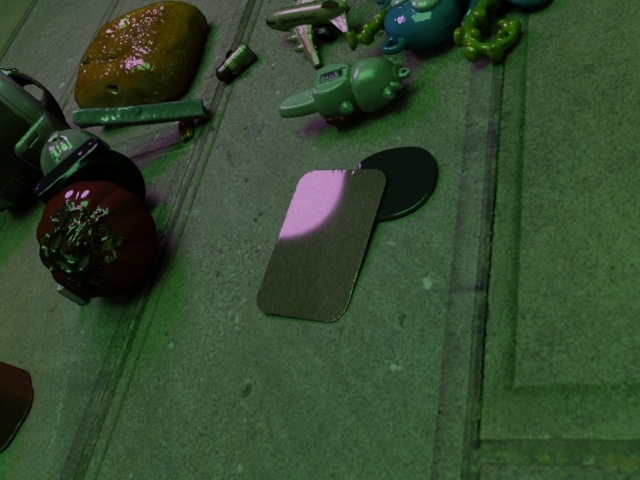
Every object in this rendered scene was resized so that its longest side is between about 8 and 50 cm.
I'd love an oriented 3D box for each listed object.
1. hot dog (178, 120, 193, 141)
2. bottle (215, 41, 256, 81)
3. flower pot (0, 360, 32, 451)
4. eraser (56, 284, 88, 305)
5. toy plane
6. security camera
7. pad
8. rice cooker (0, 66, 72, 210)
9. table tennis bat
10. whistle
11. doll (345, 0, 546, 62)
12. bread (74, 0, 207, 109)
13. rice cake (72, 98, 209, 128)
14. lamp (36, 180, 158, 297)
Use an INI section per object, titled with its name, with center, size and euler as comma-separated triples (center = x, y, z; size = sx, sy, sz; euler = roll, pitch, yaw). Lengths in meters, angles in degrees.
[hot dog]
center = -0.304, -0.254, 1.513
size = 0.037, 0.021, 0.083
euler = -32, 45, 12
[bottle]
center = -0.195, -0.399, 1.523
size = 0.101, 0.047, 0.063
euler = -42, 33, 5
[flower pot]
center = -0.672, 0.296, 1.258
size = 0.191, 0.173, 0.190
euler = -22, 47, 26
[eraser]
center = -0.493, 0.080, 1.366
size = 0.027, 0.063, 0.084
euler = -21, 46, 27
[toy plane]
center = -0.022, -0.466, 1.398
size = 0.244, 0.093, 0.228
euler = 6, 89, 51
[security camera]
center = -0.503, -0.134, 1.451
size = 0.197, 0.191, 0.277
euler = -44, 40, -5
[pad]
center = 0.000, 0.000, 1.073
size = 0.176, 0.002, 0.266
euler = 3, 65, 36
[rice cooker]
center = -0.821, -0.278, 1.714
size = 0.325, 0.335, 0.335
euler = -50, 43, -7
[table tennis bat]
center = 0.073, -0.087, 1.092
size = 0.247, 0.022, 0.138
euler = -7, 55, 33
[whistle]
center = 0.041, -0.261, 1.193
size = 0.254, 0.105, 0.101
euler = -11, 21, 23
[doll]
center = 0.232, -0.444, 1.189
size = 0.341, 0.099, 0.346
euler = -49, 46, -5
[bread]
center = -0.458, -0.470, 1.707
size = 0.328, 0.148, 0.336
euler = -9, 53, 32
[rice cake]
center = -0.393, -0.277, 1.489
size = 0.291, 0.051, 0.081
euler = -6, 14, -7
[lamp]
center = -0.420, 0.000, 1.258
size = 0.227, 0.227, 0.226
euler = -21, 48, 24
